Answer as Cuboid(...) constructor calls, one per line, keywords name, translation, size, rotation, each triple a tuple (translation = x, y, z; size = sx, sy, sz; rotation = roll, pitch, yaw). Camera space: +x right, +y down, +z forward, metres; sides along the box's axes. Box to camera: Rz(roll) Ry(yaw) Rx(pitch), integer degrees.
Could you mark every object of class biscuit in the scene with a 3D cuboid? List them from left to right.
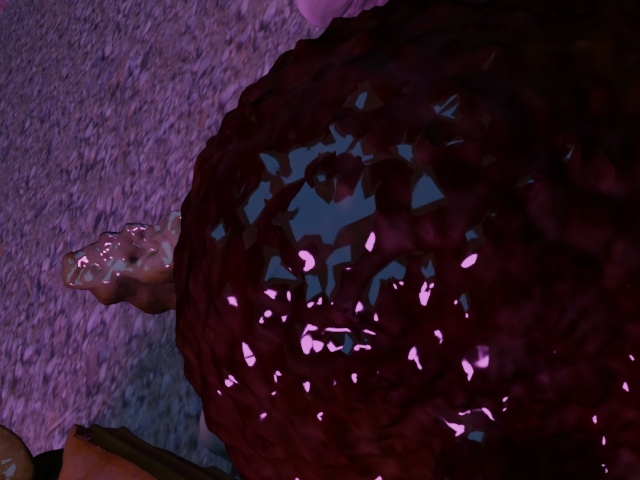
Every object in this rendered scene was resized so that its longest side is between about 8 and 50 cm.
Cuboid(name="biscuit", translation=(0.000, 0.000, 0.728), size=(0.273, 0.187, 0.036), rotation=(-27, 60, 43))

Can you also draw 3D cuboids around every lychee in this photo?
Cuboid(name="lychee", translation=(0.071, 0.018, 0.498), size=(0.260, 0.260, 0.260), rotation=(-45, 32, 40))

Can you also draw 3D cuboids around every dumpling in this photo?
Cuboid(name="dumpling", translation=(-0.062, 0.138, 0.912), size=(0.077, 0.043, 0.059), rotation=(21, 107, 52))

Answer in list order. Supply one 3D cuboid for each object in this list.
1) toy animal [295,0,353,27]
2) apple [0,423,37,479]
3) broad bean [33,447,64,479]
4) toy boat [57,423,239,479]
Cuboid(name="toy animal", translation=(0.024, -0.317, 0.966), size=(0.265, 0.206, 0.272), rotation=(-22, 64, 46))
Cuboid(name="apple", translation=(-0.249, 0.304, 0.823), size=(0.360, 0.320, 0.311), rotation=(-54, 9, -28))
Cuboid(name="broad bean", translation=(-0.224, 0.219, 1.141), size=(0.339, 0.061, 0.077), rotation=(-21, 62, 58))
Cuboid(name="toy boat", translation=(-0.050, 0.180, 0.712), size=(0.310, 0.115, 0.089), rotation=(17, 89, 54))
